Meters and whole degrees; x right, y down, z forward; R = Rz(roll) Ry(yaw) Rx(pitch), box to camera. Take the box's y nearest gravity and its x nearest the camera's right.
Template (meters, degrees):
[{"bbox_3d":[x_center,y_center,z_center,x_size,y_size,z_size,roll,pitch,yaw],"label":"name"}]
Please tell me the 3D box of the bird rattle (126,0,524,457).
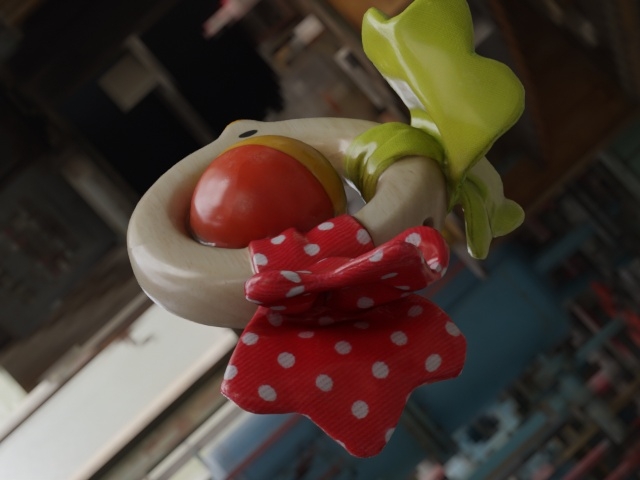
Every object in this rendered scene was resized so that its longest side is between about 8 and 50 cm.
[{"bbox_3d":[0.000,0.000,0.948,0.207,0.253,0.143,3,133,31],"label":"bird rattle"}]
